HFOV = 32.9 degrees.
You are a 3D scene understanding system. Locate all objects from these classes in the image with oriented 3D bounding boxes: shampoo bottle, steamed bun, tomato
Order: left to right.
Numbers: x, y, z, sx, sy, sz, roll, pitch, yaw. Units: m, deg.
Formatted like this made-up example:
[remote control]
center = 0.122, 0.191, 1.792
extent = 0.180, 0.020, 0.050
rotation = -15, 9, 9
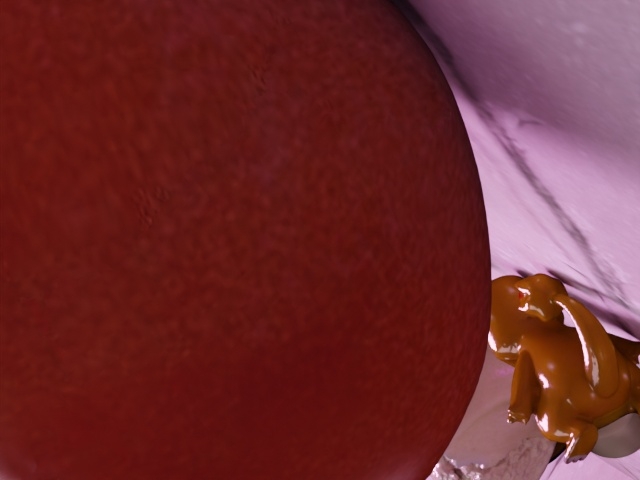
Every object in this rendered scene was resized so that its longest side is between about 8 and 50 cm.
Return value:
[tomato]
center = -0.076, -0.009, 0.503
extent = 0.341, 0.273, 0.341
rotation = 62, 177, 6
[steamed bun]
center = 0.121, 0.153, 1.120
extent = 0.225, 0.170, 0.200
rotation = 48, 145, 39
[shampoo bottle]
center = 0.261, 0.153, 1.017
extent = 0.079, 0.079, 0.162
rotation = 31, 175, 32

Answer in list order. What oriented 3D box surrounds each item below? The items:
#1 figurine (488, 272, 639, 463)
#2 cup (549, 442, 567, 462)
[figurine]
center = 0.171, 0.071, 0.822
extent = 0.176, 0.121, 0.122
rotation = 45, 158, 55
[cup]
center = 0.220, 0.173, 1.231
extent = 0.138, 0.113, 0.150
rotation = 33, -152, 30
